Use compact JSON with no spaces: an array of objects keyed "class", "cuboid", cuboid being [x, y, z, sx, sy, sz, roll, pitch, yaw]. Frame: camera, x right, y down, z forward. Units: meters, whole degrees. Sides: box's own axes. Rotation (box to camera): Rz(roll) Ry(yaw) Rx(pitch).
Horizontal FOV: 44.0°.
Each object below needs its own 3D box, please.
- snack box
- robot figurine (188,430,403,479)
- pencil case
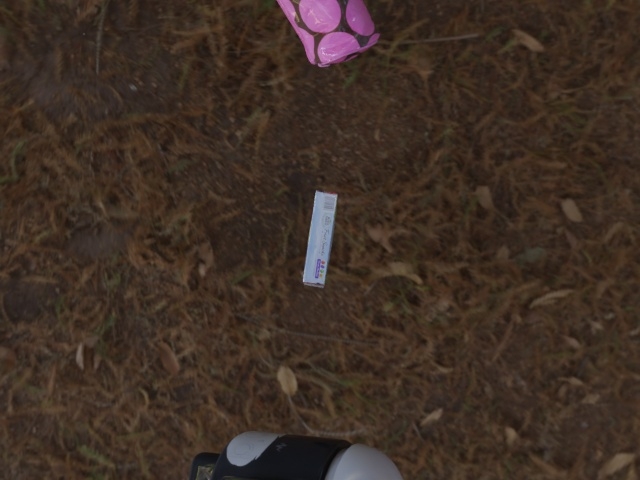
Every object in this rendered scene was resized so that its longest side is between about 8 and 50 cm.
[{"class":"snack box","cuboid":[0.000,0.000,1.231,0.037,0.100,0.141,9,84,2]},{"class":"robot figurine","cuboid":[-0.030,0.328,0.968,0.278,0.209,0.174,0,108,24]},{"class":"pencil case","cuboid":[-0.018,-0.303,0.933,0.098,0.095,0.209,-34,109,0]}]
